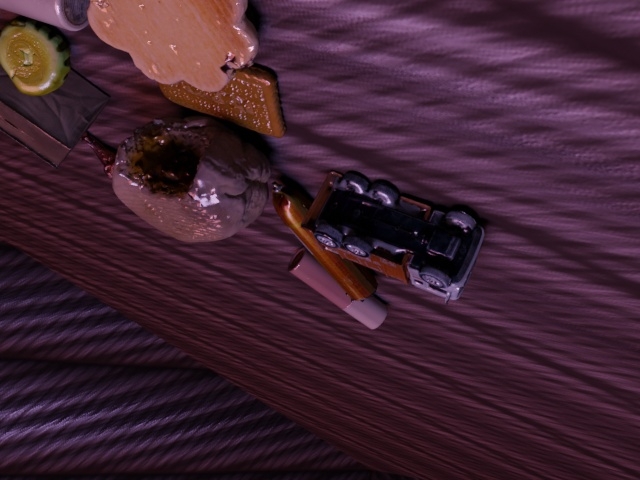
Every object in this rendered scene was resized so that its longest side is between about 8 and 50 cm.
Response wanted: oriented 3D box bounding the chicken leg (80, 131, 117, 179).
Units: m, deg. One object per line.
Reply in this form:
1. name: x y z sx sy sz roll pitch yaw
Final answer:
1. chicken leg: -0.463 -0.181 1.674 0.205 0.053 0.093 18 132 4

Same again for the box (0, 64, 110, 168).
1. box: -0.576 -0.281 1.460 0.231 0.155 0.149 38 154 -19

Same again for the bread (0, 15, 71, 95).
1. bread: -0.532 -0.342 1.349 0.139 0.130 0.071 41 -164 -15

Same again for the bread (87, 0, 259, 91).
1. bread: -0.228 -0.343 1.064 0.316 0.054 0.316 21 149 13

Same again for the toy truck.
1. toy truck: 0.134 0.002 1.308 0.305 0.136 0.162 22 162 20

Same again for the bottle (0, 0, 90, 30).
1. bottle: -0.480 -0.413 1.155 0.245 0.104 0.104 21 155 15

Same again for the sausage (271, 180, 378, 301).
1. sausage: 0.000 0.000 1.513 0.082 0.082 0.371 5 146 42

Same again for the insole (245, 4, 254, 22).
1. insole: -0.200 -0.347 1.114 0.253 0.005 0.086 6 149 39

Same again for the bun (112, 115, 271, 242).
1. bun: -0.225 -0.121 1.349 0.281 0.205 0.281 21 153 11

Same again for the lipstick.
1. lipstick: 0.043 0.113 1.699 0.254 0.070 0.070 37 155 -19

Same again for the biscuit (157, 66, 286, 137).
1. biscuit: -0.183 -0.260 1.236 0.254 0.029 0.172 22 158 15
